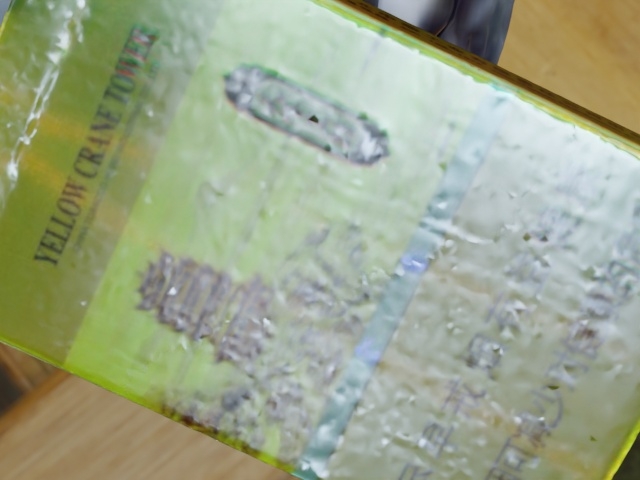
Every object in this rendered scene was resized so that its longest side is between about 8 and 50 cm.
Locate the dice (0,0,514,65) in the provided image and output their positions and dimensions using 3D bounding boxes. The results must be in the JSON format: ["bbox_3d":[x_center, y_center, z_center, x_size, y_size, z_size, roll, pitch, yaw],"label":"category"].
[{"bbox_3d":[-0.041,-0.107,0.559,0.181,0.182,0.183,-3,109,-56],"label":"dice"}]

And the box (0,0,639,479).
[{"bbox_3d":[0.000,0.000,0.402,0.030,0.193,0.121,-71,-173,-74],"label":"box"}]
